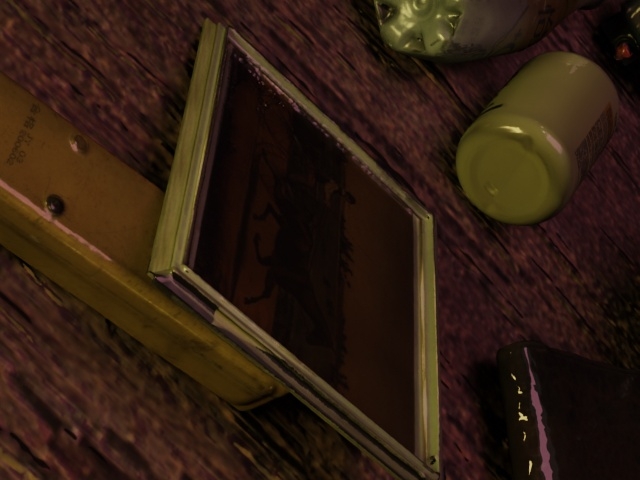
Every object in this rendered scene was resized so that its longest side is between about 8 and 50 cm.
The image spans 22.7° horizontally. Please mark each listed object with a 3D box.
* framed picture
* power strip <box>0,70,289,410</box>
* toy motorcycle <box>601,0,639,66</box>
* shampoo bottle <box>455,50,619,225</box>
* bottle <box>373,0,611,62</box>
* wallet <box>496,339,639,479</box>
[{"bbox_3d":[0.000,0.000,0.841,0.197,0.014,0.252,41,27,-23],"label":"framed picture"},{"bbox_3d":[-0.107,-0.006,0.758,0.305,0.044,0.064,37,44,-24],"label":"power strip"},{"bbox_3d":[0.295,-0.103,1.219,0.221,0.102,0.150,61,23,-2],"label":"toy motorcycle"},{"bbox_3d":[0.152,-0.078,1.054,0.079,0.079,0.162,53,39,-10],"label":"shampoo bottle"},{"bbox_3d":[0.133,-0.169,1.090,0.269,0.083,0.083,-16,80,-54],"label":"bottle"},{"bbox_3d":[0.177,0.221,0.930,0.170,0.044,0.321,17,58,-39],"label":"wallet"}]
